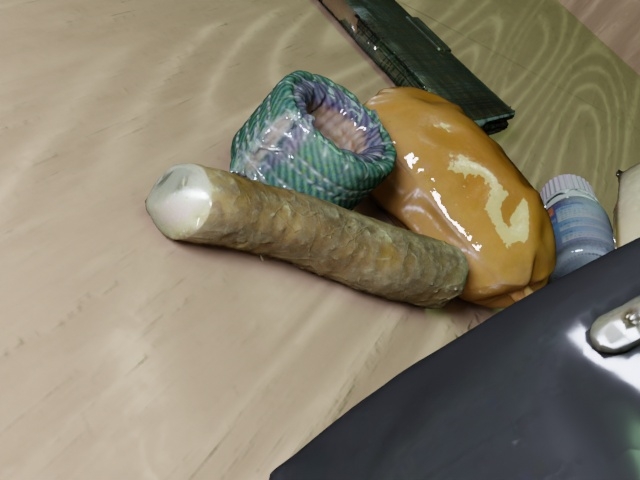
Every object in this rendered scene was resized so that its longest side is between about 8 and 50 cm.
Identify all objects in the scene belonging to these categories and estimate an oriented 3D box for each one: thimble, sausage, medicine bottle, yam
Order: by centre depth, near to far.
[{"bbox_3d":[0.000,0.000,0.870,0.299,0.066,0.066,17,35,-41],"label":"yam"},{"bbox_3d":[-0.007,-0.072,0.939,0.118,0.090,0.135,40,25,-4],"label":"thimble"},{"bbox_3d":[0.122,-0.039,1.041,0.136,0.120,0.241,-23,67,-47],"label":"sausage"},{"bbox_3d":[0.286,-0.005,1.267,0.083,0.083,0.203,37,26,-12],"label":"medicine bottle"}]

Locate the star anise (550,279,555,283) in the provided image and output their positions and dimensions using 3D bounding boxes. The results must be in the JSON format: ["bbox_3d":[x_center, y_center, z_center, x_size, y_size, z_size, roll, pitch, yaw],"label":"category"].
[{"bbox_3d":[0.258,0.111,1.055,0.190,0.070,0.097,39,44,-43],"label":"star anise"}]

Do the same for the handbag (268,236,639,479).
[{"bbox_3d":[0.139,0.163,0.540,0.152,0.288,0.342,26,29,-41],"label":"handbag"}]

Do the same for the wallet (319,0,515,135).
[{"bbox_3d":[0.100,-0.247,1.438,0.317,0.044,0.169,48,29,16],"label":"wallet"}]

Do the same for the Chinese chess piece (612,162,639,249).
[{"bbox_3d":[0.365,0.037,1.164,0.250,0.103,0.250,-4,90,-68],"label":"Chinese chess piece"}]
